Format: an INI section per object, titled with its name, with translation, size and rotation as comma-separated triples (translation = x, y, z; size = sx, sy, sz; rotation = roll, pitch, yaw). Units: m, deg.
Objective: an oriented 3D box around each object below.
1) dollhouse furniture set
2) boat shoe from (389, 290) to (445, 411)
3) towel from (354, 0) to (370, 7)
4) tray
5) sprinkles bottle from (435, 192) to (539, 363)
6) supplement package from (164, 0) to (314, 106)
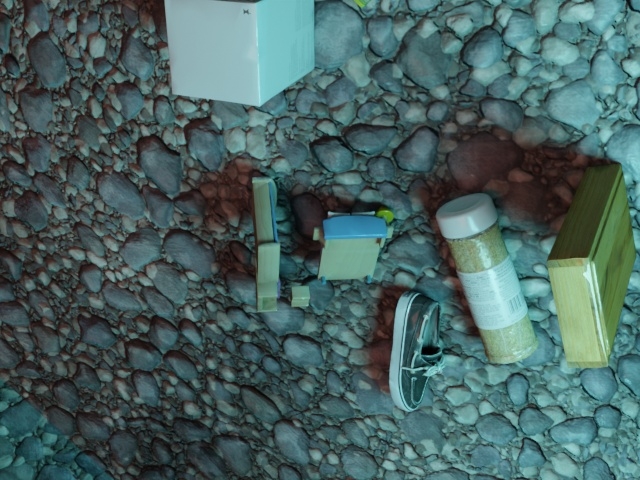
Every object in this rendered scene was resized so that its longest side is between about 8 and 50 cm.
[dollhouse furniture set]
translation = 0.000, 0.000, 2.066
size = 0.303, 0.198, 0.286
rotation = -2, 143, -6
[boat shoe]
translation = 0.231, 0.264, 2.064
size = 0.105, 0.113, 0.306
rotation = 17, 114, 34
[towel]
translation = 0.128, -0.557, 1.734
size = 0.102, 0.021, 0.237
rotation = 47, 125, -10
[tray]
translation = 0.497, 0.031, 1.624
size = 0.076, 0.411, 0.203
rotation = -5, 113, 29
[sprinkles bottle]
translation = 0.352, 0.082, 1.900
size = 0.121, 0.121, 0.355
rotation = -11, 110, 30
[supplement package]
translation = -0.152, -0.409, 1.796
size = 0.198, 0.263, 0.199
rotation = 11, 119, 20
